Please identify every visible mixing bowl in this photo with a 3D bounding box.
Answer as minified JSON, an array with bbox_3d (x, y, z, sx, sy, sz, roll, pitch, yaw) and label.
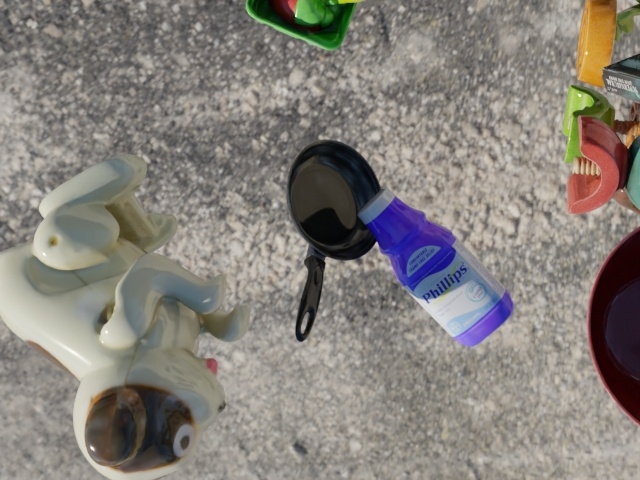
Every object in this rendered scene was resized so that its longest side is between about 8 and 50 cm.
[{"bbox_3d":[0.290,0.073,0.689,0.181,0.098,0.182,0,82,-1],"label":"mixing bowl"}]

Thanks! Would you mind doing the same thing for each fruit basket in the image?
[{"bbox_3d":[0.015,-0.645,1.981,0.282,0.392,0.392,21,128,-12],"label":"fruit basket"}]

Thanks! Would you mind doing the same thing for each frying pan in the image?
[{"bbox_3d":[0.023,0.000,1.343,0.053,0.197,0.326,-16,72,51],"label":"frying pan"}]

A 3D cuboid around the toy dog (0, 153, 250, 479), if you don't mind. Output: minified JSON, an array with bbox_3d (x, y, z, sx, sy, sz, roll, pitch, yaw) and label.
[{"bbox_3d":[-0.293,0.142,1.214,0.408,0.395,0.285,58,163,23],"label":"toy dog"}]

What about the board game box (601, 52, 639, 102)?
[{"bbox_3d":[0.310,-0.132,0.645,0.126,0.186,0.026,-22,109,2],"label":"board game box"}]

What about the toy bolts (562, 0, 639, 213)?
[{"bbox_3d":[0.351,-0.133,0.899,0.158,0.229,0.218,6,131,10],"label":"toy bolts"}]

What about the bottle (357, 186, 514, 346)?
[{"bbox_3d":[0.179,0.037,1.356,0.118,0.092,0.283,-42,97,13],"label":"bottle"}]

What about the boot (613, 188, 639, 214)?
[{"bbox_3d":[0.684,-0.018,1.578,0.096,0.264,0.280,-49,57,16],"label":"boot"}]

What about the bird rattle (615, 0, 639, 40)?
[{"bbox_3d":[0.536,-0.480,1.435,0.143,0.254,0.207,-12,156,16],"label":"bird rattle"}]
